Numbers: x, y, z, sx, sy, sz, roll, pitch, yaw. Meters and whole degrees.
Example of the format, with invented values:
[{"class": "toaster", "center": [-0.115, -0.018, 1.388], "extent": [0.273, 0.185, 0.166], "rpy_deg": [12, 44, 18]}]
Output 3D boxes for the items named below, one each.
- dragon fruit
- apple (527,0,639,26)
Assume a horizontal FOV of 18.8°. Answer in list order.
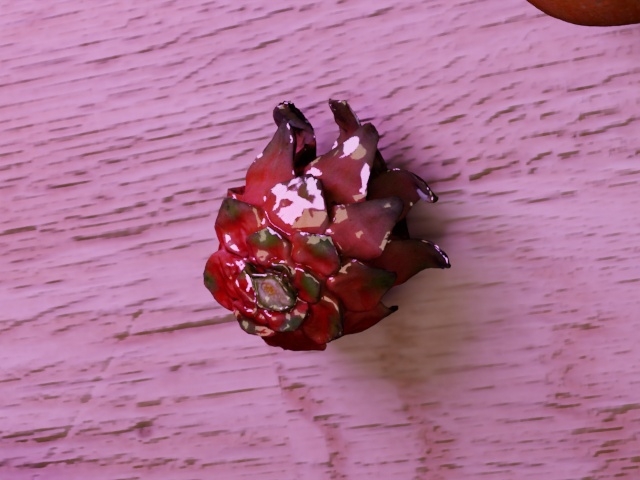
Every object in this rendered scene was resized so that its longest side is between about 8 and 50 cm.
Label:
[{"class": "dragon fruit", "center": [-0.003, -0.002, 1.163], "extent": [0.142, 0.121, 0.130], "rpy_deg": [-37, 121, -2]}, {"class": "apple", "center": [0.165, -0.212, 1.028], "extent": [0.181, 0.181, 0.168], "rpy_deg": [-5, 122, 21]}]
